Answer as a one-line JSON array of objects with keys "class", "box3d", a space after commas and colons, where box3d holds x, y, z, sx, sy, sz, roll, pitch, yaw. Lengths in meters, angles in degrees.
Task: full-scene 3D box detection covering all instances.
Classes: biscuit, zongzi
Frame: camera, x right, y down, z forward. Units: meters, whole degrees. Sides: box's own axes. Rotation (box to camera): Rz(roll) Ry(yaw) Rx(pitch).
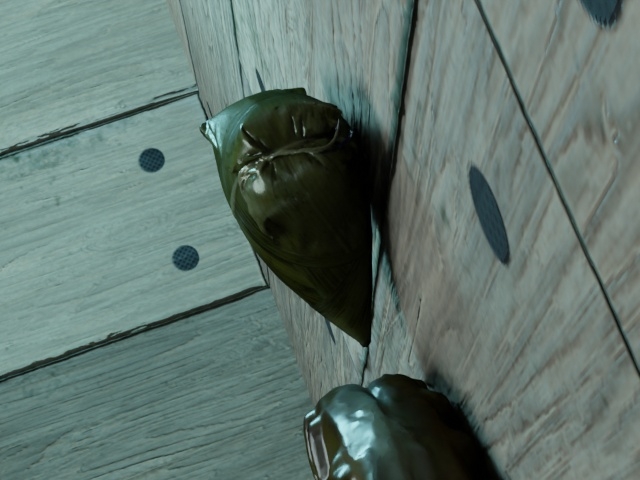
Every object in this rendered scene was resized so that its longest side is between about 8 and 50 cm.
[{"class": "biscuit", "box3d": [0.078, 0.243, 0.961, 0.332, 0.103, 0.332, 161, 90, -85]}, {"class": "zongzi", "box3d": [0.001, 0.000, 0.945, 0.205, 0.094, 0.204, -141, 29, -79]}]
